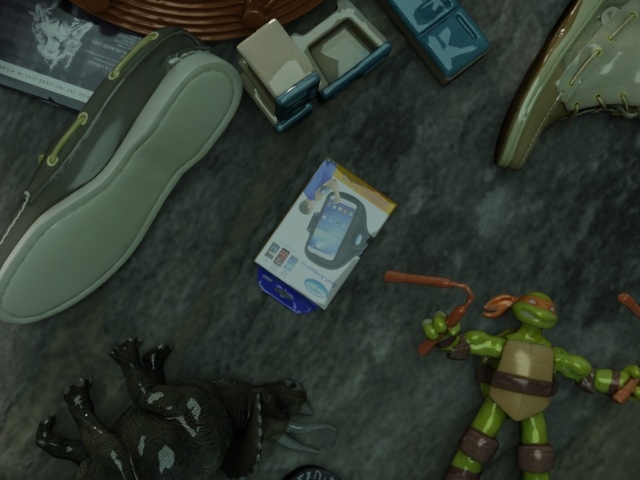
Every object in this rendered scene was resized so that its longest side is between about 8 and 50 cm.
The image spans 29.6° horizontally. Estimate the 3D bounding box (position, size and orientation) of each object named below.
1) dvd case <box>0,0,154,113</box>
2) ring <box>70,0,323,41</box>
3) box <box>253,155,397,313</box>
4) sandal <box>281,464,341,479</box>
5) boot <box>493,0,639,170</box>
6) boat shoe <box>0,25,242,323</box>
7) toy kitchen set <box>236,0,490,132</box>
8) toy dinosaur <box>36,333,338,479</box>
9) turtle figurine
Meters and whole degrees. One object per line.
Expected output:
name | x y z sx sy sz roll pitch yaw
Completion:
dvd case | -0.228 -0.234 1.133 0.165 0.018 0.221 19 84 -3
ring | -0.115 -0.292 0.996 0.337 0.336 0.032 4 48 -3
box | 0.000 0.000 1.123 0.081 0.028 0.136 34 83 0
sandal | -0.077 0.303 1.089 0.254 0.054 0.097 -35 95 -14
boot | 0.271 -0.127 1.123 0.165 0.077 0.213 32 82 -2
boat shoe | -0.197 -0.058 1.083 0.305 0.109 0.091 -49 55 5
toy kitchen set | 0.043 -0.167 1.067 0.207 0.166 0.122 -38 89 -5
toy dinosaur | -0.157 0.187 1.055 0.313 0.121 0.160 -34 75 -9
turtle figurine | 0.165 0.133 1.090 0.270 0.087 0.217 14 88 -10
